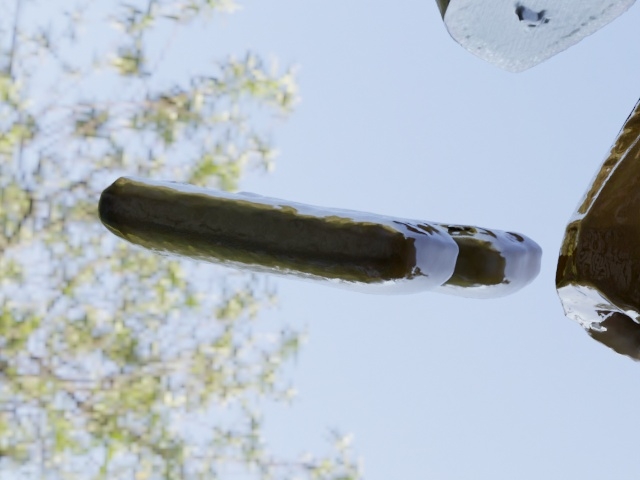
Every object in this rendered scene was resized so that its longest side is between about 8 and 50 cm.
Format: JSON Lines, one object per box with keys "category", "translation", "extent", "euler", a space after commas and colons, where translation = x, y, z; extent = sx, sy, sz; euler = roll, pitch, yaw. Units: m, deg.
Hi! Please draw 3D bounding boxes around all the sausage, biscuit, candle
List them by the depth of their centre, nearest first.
{"category": "sausage", "translation": [0.265, -0.088, 0.893], "extent": [0.354, 0.134, 0.116], "euler": [-56, -157, -14]}
{"category": "biscuit", "translation": [0.000, 0.000, 1.164], "extent": [0.291, 0.237, 0.062], "euler": [8, -89, 31]}
{"category": "candle", "translation": [0.189, -0.217, 1.363], "extent": [0.168, 0.192, 0.068], "euler": [106, -26, -62]}
